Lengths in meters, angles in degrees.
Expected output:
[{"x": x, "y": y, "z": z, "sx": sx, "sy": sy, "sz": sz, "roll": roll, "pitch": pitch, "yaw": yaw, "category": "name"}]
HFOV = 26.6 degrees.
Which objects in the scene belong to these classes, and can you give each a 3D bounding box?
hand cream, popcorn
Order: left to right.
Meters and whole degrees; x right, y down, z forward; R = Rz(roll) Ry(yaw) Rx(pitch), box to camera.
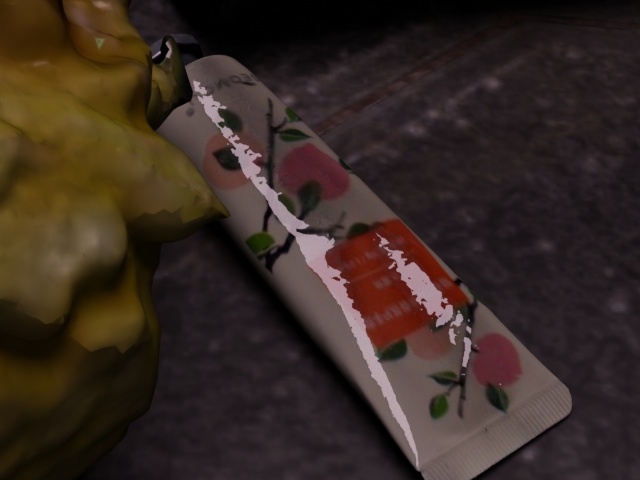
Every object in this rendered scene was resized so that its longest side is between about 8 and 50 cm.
[{"x": -0.135, "y": -0.026, "z": 0.436, "sx": 0.225, "sy": 0.249, "sz": 0.249, "roll": -1, "pitch": 45, "yaw": -28, "category": "popcorn"}, {"x": 0.000, "y": 0.000, "z": 0.552, "sx": 0.080, "sy": 0.050, "sz": 0.234, "roll": -25, "pitch": 60, "yaw": -33, "category": "hand cream"}]

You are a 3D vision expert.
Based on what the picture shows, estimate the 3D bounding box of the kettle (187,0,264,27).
[{"x": 0.056, "y": -0.260, "z": 0.669, "sx": 0.308, "sy": 0.262, "sz": 0.203, "roll": -13, "pitch": 19, "yaw": -17, "category": "kettle"}]
